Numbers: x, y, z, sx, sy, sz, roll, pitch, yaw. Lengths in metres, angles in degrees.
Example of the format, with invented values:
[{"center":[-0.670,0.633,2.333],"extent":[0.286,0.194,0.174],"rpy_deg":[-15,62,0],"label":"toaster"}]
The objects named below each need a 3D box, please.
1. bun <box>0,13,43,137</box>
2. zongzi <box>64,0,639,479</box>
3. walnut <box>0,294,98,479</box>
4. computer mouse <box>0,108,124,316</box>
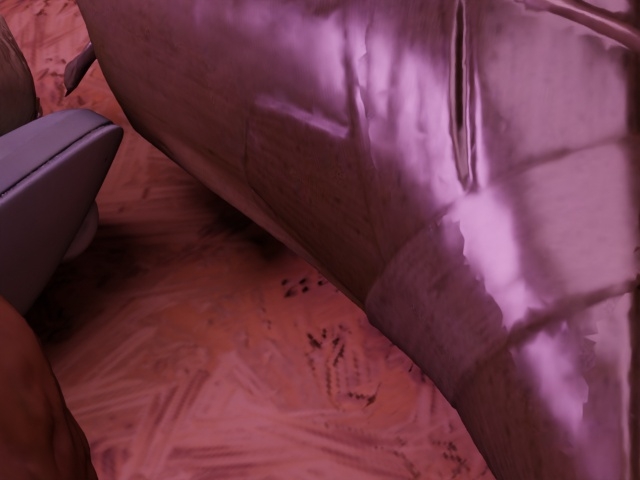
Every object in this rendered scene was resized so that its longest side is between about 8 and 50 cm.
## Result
[{"center":[-0.280,-0.065,1.036],"extent":[0.259,0.259,0.160],"rpy_deg":[-34,82,-18],"label":"bun"},{"center":[-0.008,-0.014,0.898],"extent":[0.500,0.218,0.467],"rpy_deg":[3,51,29],"label":"zongzi"},{"center":[-0.236,0.137,0.727],"extent":[0.344,0.306,0.306],"rpy_deg":[-2,42,12],"label":"walnut"},{"center":[-0.215,0.037,0.978],"extent":[0.288,0.159,0.097],"rpy_deg":[-30,83,-24],"label":"computer mouse"}]
